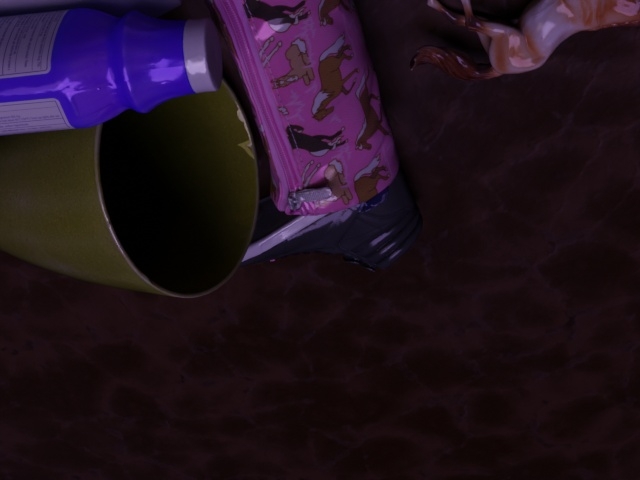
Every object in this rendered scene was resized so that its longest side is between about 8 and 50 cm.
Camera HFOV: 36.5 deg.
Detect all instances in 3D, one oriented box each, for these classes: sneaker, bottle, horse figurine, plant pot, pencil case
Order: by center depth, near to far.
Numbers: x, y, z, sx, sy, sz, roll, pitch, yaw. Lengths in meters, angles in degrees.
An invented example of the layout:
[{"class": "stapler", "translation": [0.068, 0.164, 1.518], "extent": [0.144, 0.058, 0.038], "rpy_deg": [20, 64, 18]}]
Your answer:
[{"class": "bottle", "translation": [-0.234, -0.159, 0.898], "extent": [0.282, 0.118, 0.092], "rpy_deg": [-4, 137, 8]}, {"class": "pencil case", "translation": [-0.027, -0.198, 1.010], "extent": [0.160, 0.167, 0.386], "rpy_deg": [-20, 132, -2]}, {"class": "horse figurine", "translation": [0.222, -0.244, 1.023], "extent": [0.263, 0.066, 0.174], "rpy_deg": [-33, 119, 30]}, {"class": "plant pot", "translation": [-0.268, -0.066, 1.134], "extent": [0.293, 0.275, 0.275], "rpy_deg": [-4, 138, 32]}, {"class": "sneaker", "translation": [0.000, 0.000, 1.263], "extent": [0.295, 0.105, 0.147], "rpy_deg": [-26, 124, 22]}]

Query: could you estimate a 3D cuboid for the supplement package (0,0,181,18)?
[{"class": "supplement package", "translation": [-0.276, -0.320, 0.921], "extent": [0.204, 0.145, 0.262], "rpy_deg": [-19, 132, 23]}]
